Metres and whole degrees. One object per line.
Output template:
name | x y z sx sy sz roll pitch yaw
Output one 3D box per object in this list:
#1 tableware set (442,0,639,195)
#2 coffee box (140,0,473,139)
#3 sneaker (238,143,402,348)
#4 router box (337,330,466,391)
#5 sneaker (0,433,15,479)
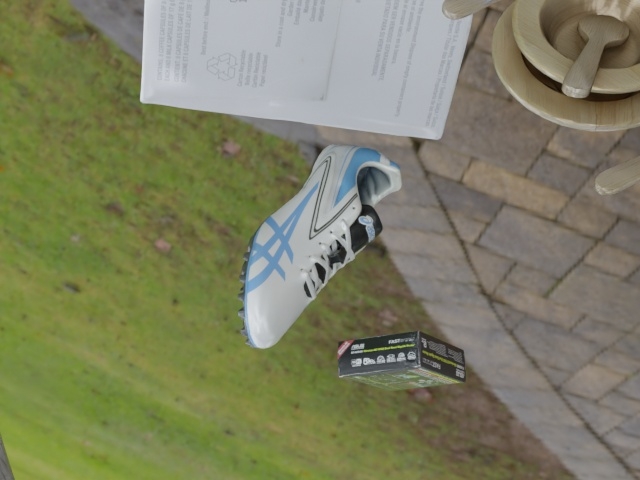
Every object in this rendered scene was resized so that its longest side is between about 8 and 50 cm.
tableware set | 0.164 -0.112 0.479 0.128 0.194 0.039 56 164 31
coffee box | -0.014 -0.356 1.216 0.338 0.334 0.337 5 129 -8
sneaker | 0.000 0.000 0.988 0.086 0.237 0.085 11 141 27
router box | 0.086 0.126 1.142 0.092 0.038 0.122 -10 161 27
sneaker | -0.201 0.111 0.474 0.321 0.127 0.126 54 164 47
